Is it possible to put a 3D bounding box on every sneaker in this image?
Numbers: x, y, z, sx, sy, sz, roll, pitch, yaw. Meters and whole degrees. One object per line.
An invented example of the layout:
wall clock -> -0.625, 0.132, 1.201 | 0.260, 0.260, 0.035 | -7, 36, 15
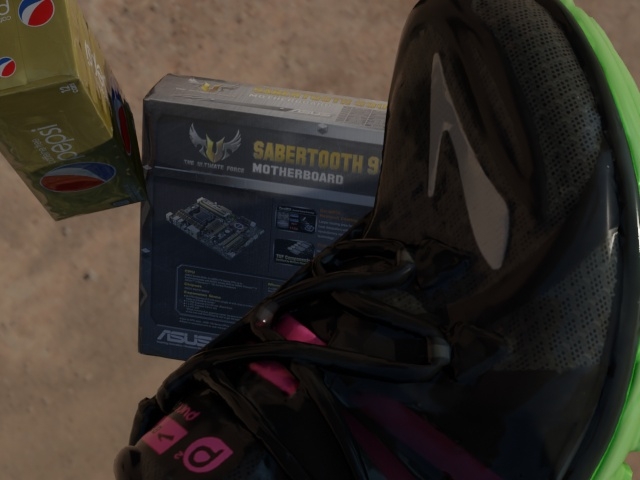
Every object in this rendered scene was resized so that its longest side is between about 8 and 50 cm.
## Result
sneaker -> 0.018, 0.093, 0.688 | 0.202, 0.185, 0.482 | 20, 83, -28

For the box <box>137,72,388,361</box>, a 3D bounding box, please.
box -> 0.000, 0.000, 0.954 | 0.056, 0.231, 0.183 | -62, 158, -65

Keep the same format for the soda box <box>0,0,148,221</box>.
soda box -> -0.138, -0.070, 0.780 | 0.058, 0.061, 0.181 | -13, 163, 1
